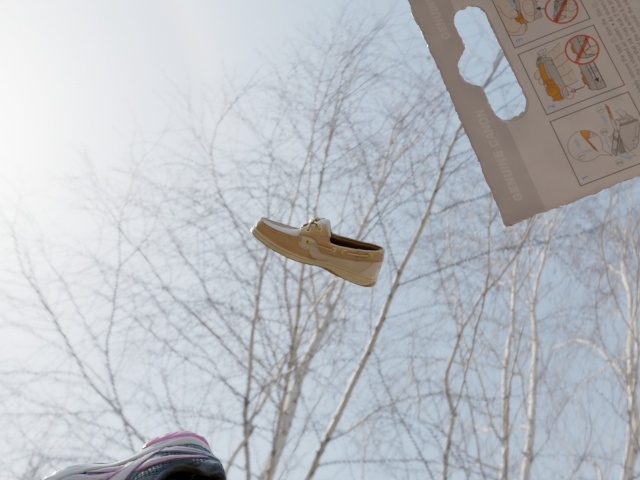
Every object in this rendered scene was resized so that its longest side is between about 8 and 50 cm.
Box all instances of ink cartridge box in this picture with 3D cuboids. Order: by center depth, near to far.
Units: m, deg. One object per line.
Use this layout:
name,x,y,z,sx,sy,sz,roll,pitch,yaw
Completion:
ink cartridge box,0.173,-0.119,0.416,0.224,0.056,0.181,-22,-108,8

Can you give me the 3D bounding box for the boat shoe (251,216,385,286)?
boat shoe,0.000,0.000,0.961,0.170,0.063,0.059,21,-72,-8

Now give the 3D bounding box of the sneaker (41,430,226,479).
sneaker,-0.152,0.201,0.589,0.077,0.178,0.072,3,-64,58
